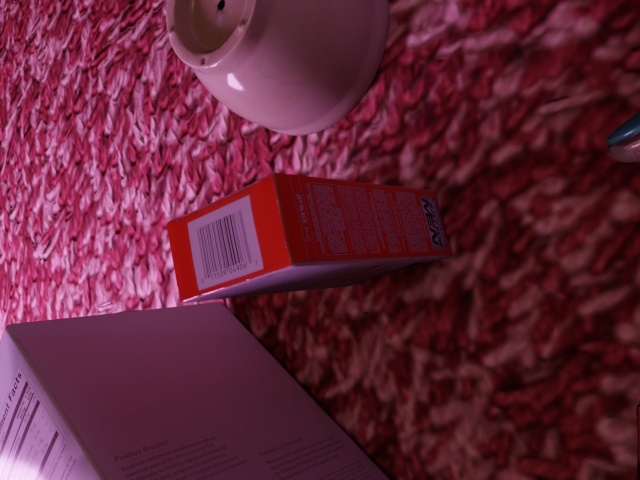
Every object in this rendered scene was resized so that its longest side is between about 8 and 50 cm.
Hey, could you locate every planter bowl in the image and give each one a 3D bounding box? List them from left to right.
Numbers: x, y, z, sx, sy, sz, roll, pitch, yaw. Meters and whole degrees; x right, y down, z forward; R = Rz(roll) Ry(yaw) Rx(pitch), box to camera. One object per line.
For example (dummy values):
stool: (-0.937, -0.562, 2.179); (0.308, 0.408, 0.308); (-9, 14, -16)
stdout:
planter bowl: (-0.044, -0.167, 0.475); (0.162, 0.109, 0.162); (0, 90, 38)

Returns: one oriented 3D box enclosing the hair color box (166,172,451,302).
hair color box: (0.000, 0.000, 0.400); (0.093, 0.167, 0.053); (-20, 77, 37)

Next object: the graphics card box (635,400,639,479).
graphics card box: (0.246, 0.254, 0.228); (0.232, 0.094, 0.371); (-1, 88, 50)

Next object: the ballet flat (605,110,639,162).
ballet flat: (0.222, -0.078, 0.299); (0.052, 0.057, 0.168); (50, 123, 0)

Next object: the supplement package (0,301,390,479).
supplement package: (-0.108, 0.207, 0.465); (0.262, 0.199, 0.198); (40, 114, 31)
